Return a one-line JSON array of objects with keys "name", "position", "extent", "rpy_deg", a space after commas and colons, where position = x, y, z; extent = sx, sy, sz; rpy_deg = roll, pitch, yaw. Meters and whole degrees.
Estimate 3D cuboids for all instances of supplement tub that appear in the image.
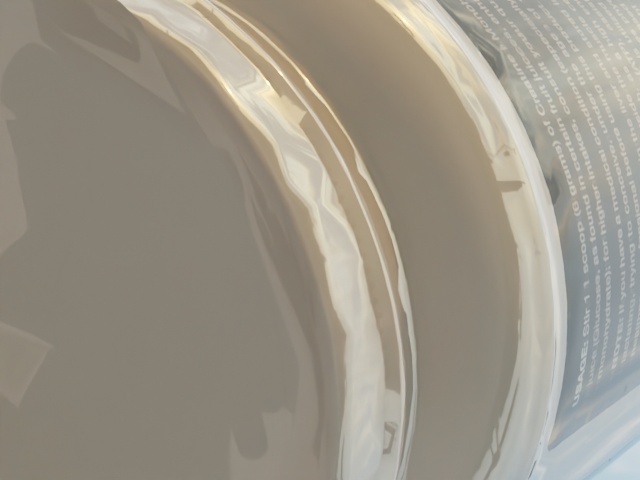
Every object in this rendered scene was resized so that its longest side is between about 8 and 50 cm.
[{"name": "supplement tub", "position": [0.000, 0.000, 0.468], "extent": [0.191, 0.272, 0.191], "rpy_deg": [7, -76, 30]}]
